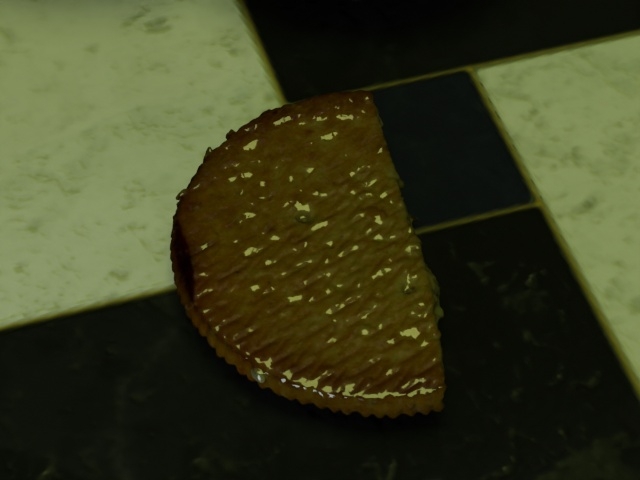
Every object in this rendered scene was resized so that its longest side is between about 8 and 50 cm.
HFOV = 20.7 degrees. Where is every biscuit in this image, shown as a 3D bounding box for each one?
[{"bbox_3d":[-0.010,0.007,0.850,0.126,0.025,0.206,-6,49,-6],"label":"biscuit"}]
